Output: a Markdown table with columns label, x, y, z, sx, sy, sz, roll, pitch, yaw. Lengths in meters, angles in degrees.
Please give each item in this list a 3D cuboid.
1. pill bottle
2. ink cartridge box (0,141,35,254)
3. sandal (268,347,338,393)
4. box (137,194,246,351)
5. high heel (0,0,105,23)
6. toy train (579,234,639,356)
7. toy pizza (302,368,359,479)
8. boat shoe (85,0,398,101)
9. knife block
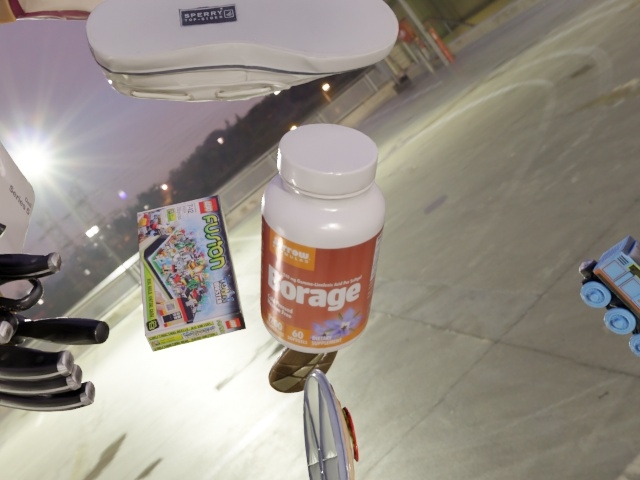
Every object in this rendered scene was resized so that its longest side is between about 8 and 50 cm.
| label | x | y | z | sx | sy | sz | roll | pitch | yaw |
| --- | --- | --- | --- | --- | --- | --- | --- | --- | --- |
| pill bottle | 0.000 | 0.000 | 0.658 | 0.121 | 0.121 | 0.216 | -49 | -28 | -46 |
| ink cartridge box | -0.459 | -0.045 | 0.637 | 0.273 | 0.198 | 0.115 | -9 | 53 | 3 |
| sandal | -0.007 | 0.137 | 0.921 | 0.180 | 0.072 | 0.049 | -55 | 23 | -9 |
| box | -0.166 | 0.034 | 0.821 | 0.114 | 0.036 | 0.207 | -14 | 47 | -5 |
| high heel | -0.217 | -0.248 | 0.638 | 0.244 | 0.082 | 0.117 | -10 | 35 | -2 |
| toy train | 0.457 | 0.086 | 0.931 | 0.080 | 0.184 | 0.105 | -34 | -11 | -45 |
| toy pizza | 0.015 | 0.244 | 0.732 | 0.032 | 0.201 | 0.201 | -4 | 3 | -12 |
| boat shoe | -0.067 | -0.169 | 0.593 | 0.267 | 0.096 | 0.088 | -8 | -22 | -6 |
| knife block | -0.296 | 0.080 | 0.505 | 0.276 | 0.242 | 0.088 | -46 | 16 | 43 |
